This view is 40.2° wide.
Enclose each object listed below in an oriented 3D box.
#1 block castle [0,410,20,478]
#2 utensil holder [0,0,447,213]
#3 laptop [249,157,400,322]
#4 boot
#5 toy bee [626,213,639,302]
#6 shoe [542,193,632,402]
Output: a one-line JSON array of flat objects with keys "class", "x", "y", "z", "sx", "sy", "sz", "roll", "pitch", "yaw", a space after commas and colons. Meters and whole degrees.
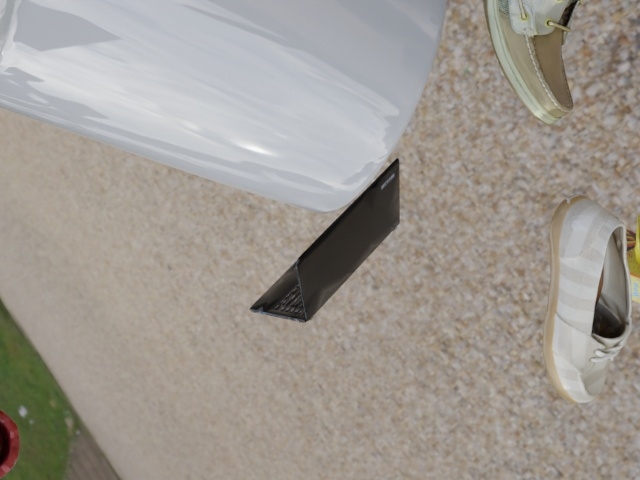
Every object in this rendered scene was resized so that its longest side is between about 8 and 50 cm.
[{"class": "block castle", "x": -0.564, "y": 0.176, "z": 0.883, "sx": 0.453, "sy": 0.303, "sz": 0.213, "roll": 44, "pitch": 150, "yaw": -12}, {"class": "utensil holder", "x": -0.120, "y": -0.226, "z": 0.852, "sx": 0.385, "sy": 0.328, "sz": 0.327, "roll": 20, "pitch": 169, "yaw": -22}, {"class": "laptop", "x": 0.000, "y": 0.000, "z": 1.356, "sx": 0.264, "sy": 0.234, "sz": 0.137, "roll": 4, "pitch": 133, "yaw": 55}, {"class": "boot", "x": 0.227, "y": -0.223, "z": 0.756, "sx": 0.165, "sy": 0.077, "sz": 0.213, "roll": -18, "pitch": 82, "yaw": 34}, {"class": "toy bee", "x": 0.483, "y": 0.051, "z": 1.240, "sx": 0.298, "sy": 0.162, "sz": 0.195, "roll": -8, "pitch": 119, "yaw": 53}, {"class": "shoe", "x": 0.247, "y": 0.065, "z": 0.796, "sx": 0.058, "sy": 0.076, "sz": 0.219, "roll": 23, "pitch": 133, "yaw": 46}]
